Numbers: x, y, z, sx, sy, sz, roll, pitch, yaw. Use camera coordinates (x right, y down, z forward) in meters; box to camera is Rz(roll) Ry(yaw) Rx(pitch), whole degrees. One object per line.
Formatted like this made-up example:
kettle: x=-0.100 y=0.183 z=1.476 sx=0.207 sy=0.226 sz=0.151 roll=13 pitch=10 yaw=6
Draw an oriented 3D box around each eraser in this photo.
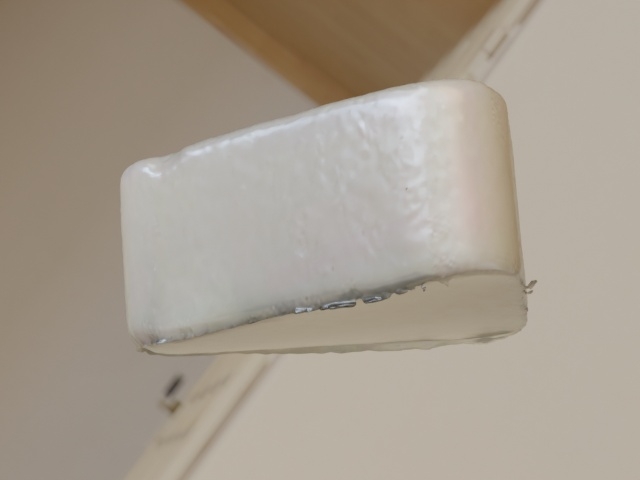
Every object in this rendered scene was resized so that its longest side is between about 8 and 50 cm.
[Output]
eraser: x=0.000 y=0.000 z=1.135 sx=0.331 sy=0.150 sz=0.331 roll=-6 pitch=169 yaw=-1
